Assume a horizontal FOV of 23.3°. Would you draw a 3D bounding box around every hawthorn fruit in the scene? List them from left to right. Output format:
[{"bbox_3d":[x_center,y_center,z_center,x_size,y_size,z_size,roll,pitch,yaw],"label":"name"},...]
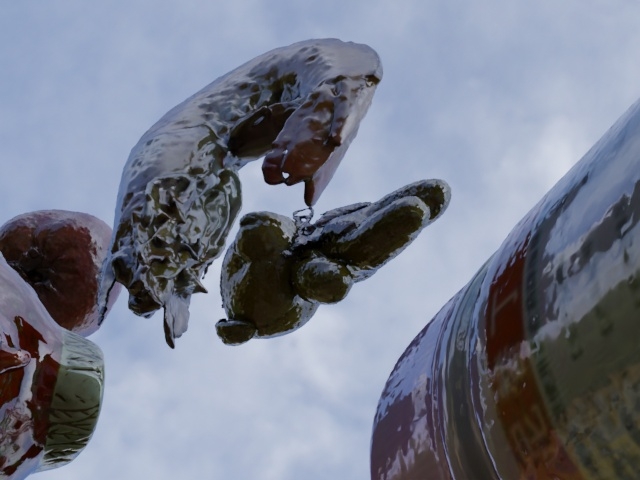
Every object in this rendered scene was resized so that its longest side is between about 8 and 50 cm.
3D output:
[{"bbox_3d":[-0.287,0.065,1.793,0.165,0.165,0.285,15,-19,15],"label":"hawthorn fruit"}]

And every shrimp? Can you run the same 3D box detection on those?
[{"bbox_3d":[-0.044,-0.032,0.761,0.150,0.248,0.068,-24,-65,30],"label":"shrimp"}]

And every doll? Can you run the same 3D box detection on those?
[{"bbox_3d":[0.000,0.000,1.183,0.209,0.137,0.097,-29,-71,27],"label":"doll"}]

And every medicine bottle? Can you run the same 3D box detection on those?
[{"bbox_3d":[0.163,0.045,0.581,0.202,0.202,0.316,35,-36,-1],"label":"medicine bottle"}]

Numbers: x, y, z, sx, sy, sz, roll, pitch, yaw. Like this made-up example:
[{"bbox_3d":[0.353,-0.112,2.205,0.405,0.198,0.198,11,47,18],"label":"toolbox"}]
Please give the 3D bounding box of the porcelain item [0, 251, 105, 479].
[{"bbox_3d":[-0.273,0.096,1.099,0.253,0.253,0.253,12,-54,17],"label":"porcelain item"}]
